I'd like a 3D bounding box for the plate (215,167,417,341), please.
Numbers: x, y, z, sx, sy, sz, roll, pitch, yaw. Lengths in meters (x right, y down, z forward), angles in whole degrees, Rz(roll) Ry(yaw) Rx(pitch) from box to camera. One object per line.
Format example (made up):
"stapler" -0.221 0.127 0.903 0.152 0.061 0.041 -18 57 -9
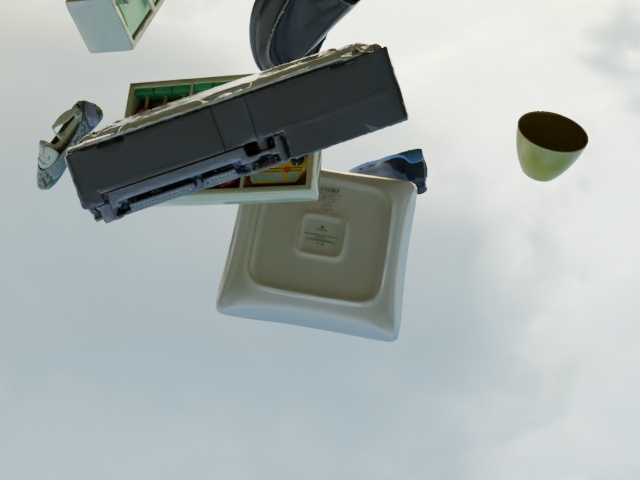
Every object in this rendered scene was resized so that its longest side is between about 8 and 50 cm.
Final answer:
"plate" 0.000 0.000 1.509 0.277 0.045 0.278 9 -116 2

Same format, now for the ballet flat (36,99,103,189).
"ballet flat" -0.286 -0.108 1.089 0.114 0.041 0.041 -52 -139 5

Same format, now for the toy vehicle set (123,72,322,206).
"toy vehicle set" -0.127 -0.128 1.256 0.267 0.035 0.166 -2 -110 16

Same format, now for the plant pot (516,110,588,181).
"plant pot" 0.424 -0.167 1.865 0.134 0.095 0.134 6 -139 -5

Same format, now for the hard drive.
"hard drive" -0.073 -0.099 0.829 0.237 0.064 0.339 -19 -168 -2

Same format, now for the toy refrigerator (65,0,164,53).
"toy refrigerator" -0.314 -0.436 1.663 0.094 0.102 0.269 1 -134 22

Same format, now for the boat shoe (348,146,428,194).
"boat shoe" 0.113 -0.102 1.759 0.109 0.089 0.258 -16 -178 -12

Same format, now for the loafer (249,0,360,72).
"loafer" -0.007 -0.397 1.574 0.134 0.366 0.130 -11 -132 -37
